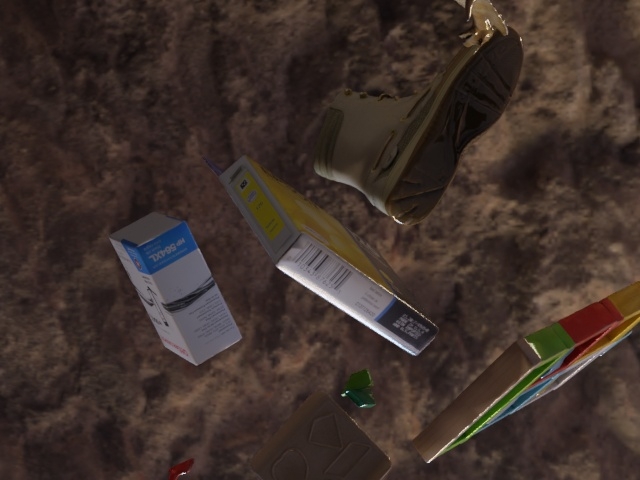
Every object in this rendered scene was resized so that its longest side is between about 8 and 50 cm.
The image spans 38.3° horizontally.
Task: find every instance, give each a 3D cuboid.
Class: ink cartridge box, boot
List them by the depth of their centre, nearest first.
[{"bbox_3d":[0.090,-0.132,0.919,0.077,0.165,0.213,33,-90,-38],"label":"boot"},{"bbox_3d":[0.000,0.000,1.319,0.072,0.307,0.304,-47,-51,11],"label":"ink cartridge box"},{"bbox_3d":[-0.216,0.069,1.369,0.086,0.148,0.203,-31,-71,-22],"label":"ink cartridge box"}]

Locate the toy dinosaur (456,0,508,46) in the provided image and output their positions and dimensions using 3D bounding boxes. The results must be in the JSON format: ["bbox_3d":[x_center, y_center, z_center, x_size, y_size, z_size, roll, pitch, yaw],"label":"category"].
[{"bbox_3d":[0.111,-0.191,0.681,0.092,0.053,0.183,55,-169,4],"label":"toy dinosaur"}]

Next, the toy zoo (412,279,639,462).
[{"bbox_3d":[0.244,0.127,0.971,0.293,0.192,0.030,-17,-118,-41],"label":"toy zoo"}]

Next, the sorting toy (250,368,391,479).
[{"bbox_3d":[0.009,0.112,0.508,0.083,0.012,0.062,-46,-79,-13],"label":"sorting toy"}]

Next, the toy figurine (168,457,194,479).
[{"bbox_3d":[-0.024,0.332,0.541,0.191,0.362,0.217,-39,-41,-28],"label":"toy figurine"}]
